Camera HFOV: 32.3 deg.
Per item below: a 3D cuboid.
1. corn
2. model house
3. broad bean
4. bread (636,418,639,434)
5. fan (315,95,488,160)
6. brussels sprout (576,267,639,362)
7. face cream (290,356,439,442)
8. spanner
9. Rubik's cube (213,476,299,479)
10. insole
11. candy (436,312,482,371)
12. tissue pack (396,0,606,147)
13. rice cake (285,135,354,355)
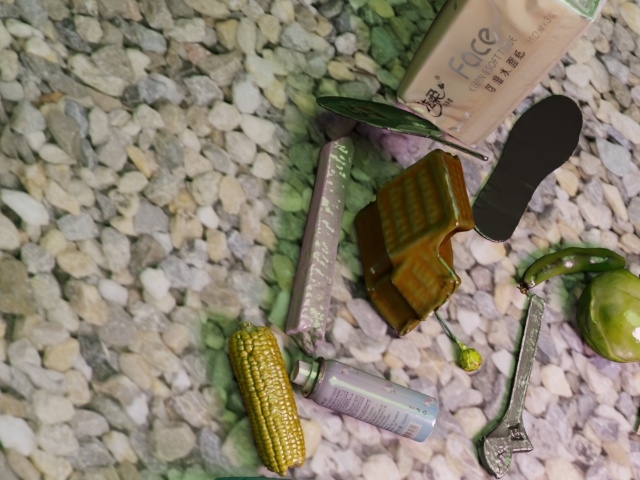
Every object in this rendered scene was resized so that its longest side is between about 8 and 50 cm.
[{"bbox_3d":[-0.078,0.232,1.647,0.080,0.080,0.238,-14,77,-22],"label":"corn"},{"bbox_3d":[0.172,-0.010,1.725,0.173,0.239,0.268,-6,73,-21],"label":"model house"},{"bbox_3d":[0.428,0.047,1.904,0.226,0.039,0.069,-17,72,-22],"label":"broad bean"},{"bbox_3d":[0.616,0.342,1.877,0.152,0.105,0.077,21,63,24],"label":"bread"},{"bbox_3d":[0.109,-0.190,1.763,0.223,0.294,0.012,10,107,-23],"label":"fan"},{"bbox_3d":[0.516,0.138,1.858,0.183,0.131,0.145,38,43,-2],"label":"brussels sprout"},{"bbox_3d":[0.065,0.238,1.695,0.229,0.075,0.075,22,66,-11],"label":"face cream"},{"bbox_3d":[0.324,0.236,1.814,0.093,0.026,0.326,22,65,-10],"label":"spanner"},{"bbox_3d":[-0.003,0.400,1.542,0.254,0.254,0.255,6,70,-17],"label":"Rubik's cube"},{"bbox_3d":[0.367,-0.134,1.962,0.119,0.009,0.348,36,64,-3],"label":"insole"},{"bbox_3d":[0.218,0.161,1.803,0.035,0.035,0.123,-26,73,-35],"label":"candy"},{"bbox_3d":[0.327,-0.391,1.807,0.205,0.405,0.332,32,61,-2],"label":"tissue pack"},{"bbox_3d":[0.000,0.000,1.759,0.056,0.072,0.365,16,70,-15],"label":"rice cake"}]
